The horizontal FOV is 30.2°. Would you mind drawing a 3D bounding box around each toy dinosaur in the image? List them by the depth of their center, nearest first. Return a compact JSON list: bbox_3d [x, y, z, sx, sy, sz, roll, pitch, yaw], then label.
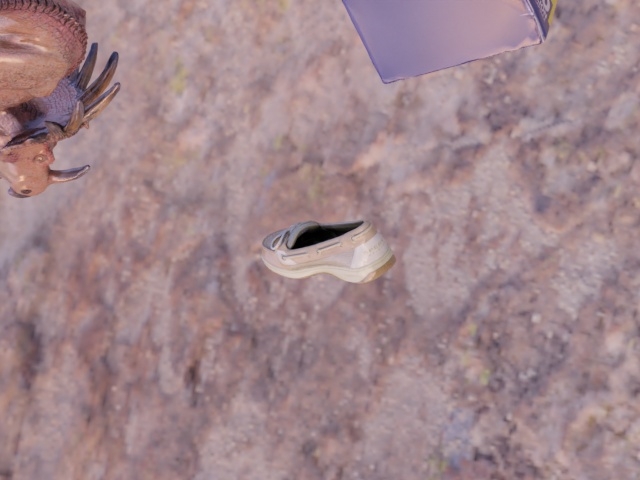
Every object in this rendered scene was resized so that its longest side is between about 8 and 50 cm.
[{"bbox_3d":[-0.217,-0.133,0.837,0.296,0.200,0.127,-13,50,65],"label":"toy dinosaur"}]

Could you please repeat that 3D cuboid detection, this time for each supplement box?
[{"bbox_3d":[0.159,-0.367,1.327,0.195,0.194,0.356,-11,35,29],"label":"supplement box"}]

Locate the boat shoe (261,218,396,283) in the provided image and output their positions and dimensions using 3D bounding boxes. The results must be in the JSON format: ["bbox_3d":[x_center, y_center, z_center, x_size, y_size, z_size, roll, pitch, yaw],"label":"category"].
[{"bbox_3d":[-0.001,0.001,0.987,0.056,0.048,0.153,-38,26,-26],"label":"boat shoe"}]
